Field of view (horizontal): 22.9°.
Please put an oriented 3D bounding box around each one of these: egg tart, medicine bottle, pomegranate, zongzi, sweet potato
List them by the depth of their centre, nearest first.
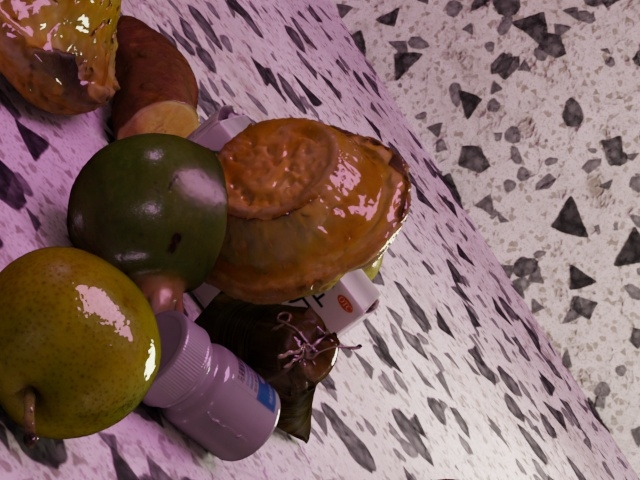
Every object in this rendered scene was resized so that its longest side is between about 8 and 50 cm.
[{"bbox_3d":[-0.130,0.161,1.727,0.168,0.105,0.105,43,18,-35],"label":"medicine bottle"},{"bbox_3d":[-0.212,-0.006,1.800,0.159,0.241,0.190,6,12,-25],"label":"pomegranate"},{"bbox_3d":[-0.035,-0.050,1.859,0.118,0.288,0.288,68,0,-46],"label":"egg tart"},{"bbox_3d":[-0.016,0.173,1.876,0.241,0.111,0.247,51,-23,-25],"label":"zongzi"},{"bbox_3d":[-0.379,-0.363,2.010,0.443,0.178,0.443,49,14,-16],"label":"egg tart"},{"bbox_3d":[-0.243,-0.234,2.250,0.131,0.131,0.337,43,19,-35],"label":"sweet potato"}]

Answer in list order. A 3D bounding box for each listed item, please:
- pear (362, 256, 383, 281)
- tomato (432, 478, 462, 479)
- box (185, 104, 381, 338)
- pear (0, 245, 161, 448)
[{"bbox_3d":[0.000,0.000,2.331,0.197,0.197,0.197,48,16,-18],"label":"pear"},{"bbox_3d":[0.160,0.391,1.933,0.208,0.184,0.208,47,17,-20],"label":"tomato"},{"bbox_3d":[-0.089,0.005,2.065,0.333,0.173,0.145,53,12,0],"label":"box"},{"bbox_3d":[-0.243,0.107,1.440,0.180,0.166,0.216,61,32,-22],"label":"pear"}]
